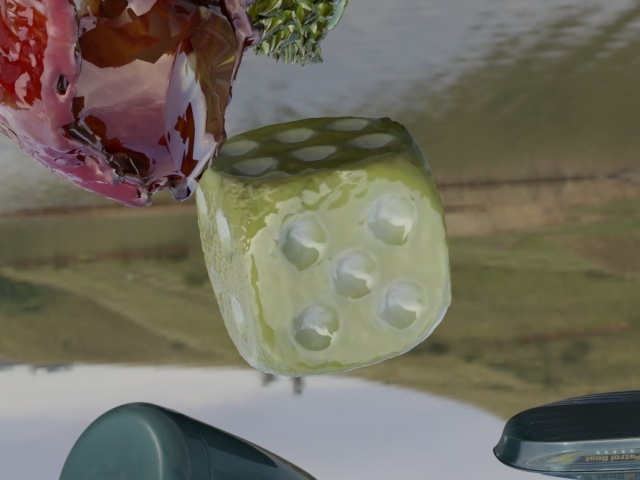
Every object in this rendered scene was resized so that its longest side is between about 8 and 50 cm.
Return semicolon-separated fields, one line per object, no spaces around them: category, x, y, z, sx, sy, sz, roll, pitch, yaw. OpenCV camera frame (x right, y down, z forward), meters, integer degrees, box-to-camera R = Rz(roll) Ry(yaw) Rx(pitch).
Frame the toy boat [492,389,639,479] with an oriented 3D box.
toy boat;0.165;0.115;0.830;0.141;0.060;0.055;-8;-155;28

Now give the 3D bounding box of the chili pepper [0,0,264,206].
chili pepper;-0.145;-0.122;0.542;0.252;0.136;0.144;27;-177;24

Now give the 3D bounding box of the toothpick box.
toothpick box;-0.075;0.186;0.961;0.120;0.120;0.184;-3;158;41

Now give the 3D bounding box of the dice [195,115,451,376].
dice;0.000;0.000;1.159;0.169;0.169;0.166;-14;-158;-15

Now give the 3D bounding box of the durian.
durian;-0.017;-0.316;1.484;0.158;0.352;0.169;30;-138;9
